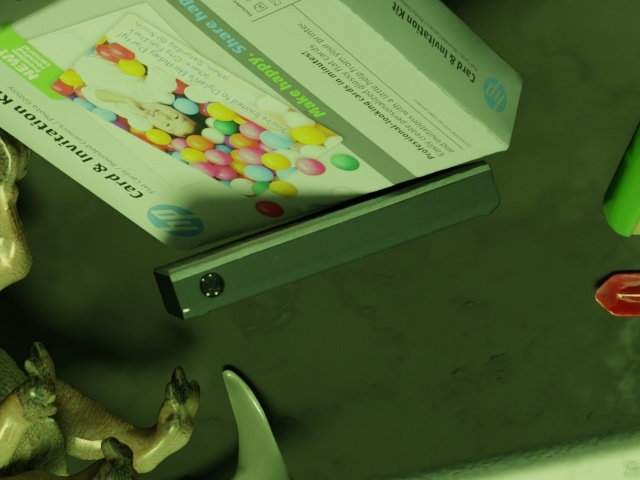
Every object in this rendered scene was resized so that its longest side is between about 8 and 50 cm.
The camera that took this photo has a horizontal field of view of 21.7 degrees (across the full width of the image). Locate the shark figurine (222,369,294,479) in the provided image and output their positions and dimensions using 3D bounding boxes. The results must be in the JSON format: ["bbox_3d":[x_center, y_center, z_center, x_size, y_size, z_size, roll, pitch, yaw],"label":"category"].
[{"bbox_3d":[-0.134,0.170,0.862,0.278,0.116,0.166,-5,136,4],"label":"shark figurine"}]

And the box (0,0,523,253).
[{"bbox_3d":[-0.040,-0.064,0.644,0.186,0.038,0.145,-15,138,42],"label":"box"}]

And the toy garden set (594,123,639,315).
[{"bbox_3d":[0.250,0.012,0.771,0.244,0.049,0.203,8,133,-11],"label":"toy garden set"}]

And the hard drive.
[{"bbox_3d":[0.000,0.000,0.696,0.135,0.094,0.022,-19,92,-9],"label":"hard drive"}]

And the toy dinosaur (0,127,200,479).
[{"bbox_3d":[-0.181,0.080,0.741,0.200,0.127,0.295,-22,123,18],"label":"toy dinosaur"}]
